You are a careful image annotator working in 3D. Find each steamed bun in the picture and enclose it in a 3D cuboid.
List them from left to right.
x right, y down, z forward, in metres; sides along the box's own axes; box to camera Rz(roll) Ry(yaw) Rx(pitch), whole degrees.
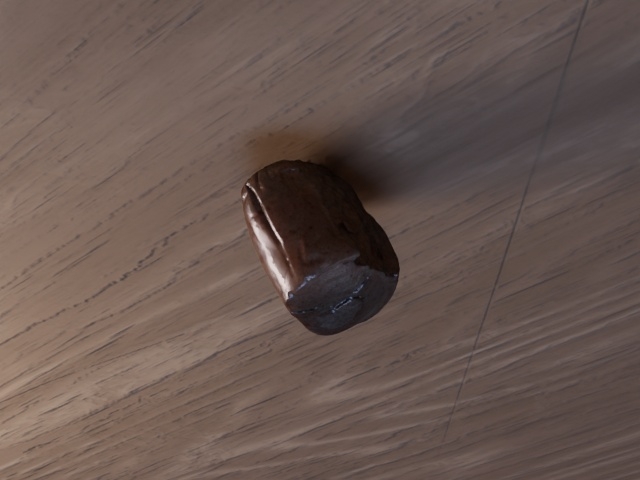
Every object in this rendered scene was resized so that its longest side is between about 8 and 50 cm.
[{"bbox_3d":[0.000,0.000,1.118,0.106,0.145,0.175,-29,158,10],"label":"steamed bun"}]
